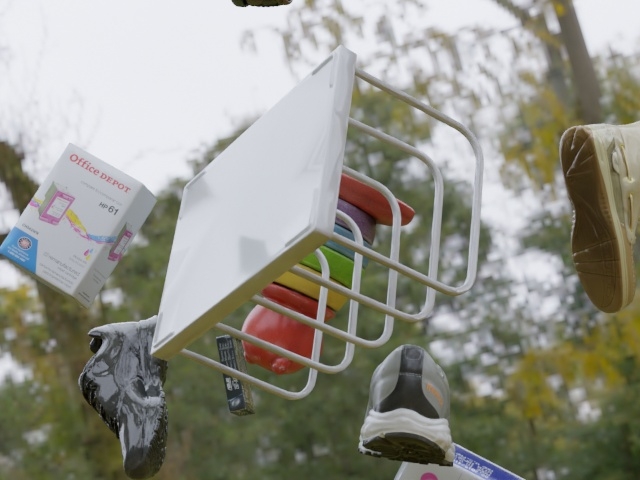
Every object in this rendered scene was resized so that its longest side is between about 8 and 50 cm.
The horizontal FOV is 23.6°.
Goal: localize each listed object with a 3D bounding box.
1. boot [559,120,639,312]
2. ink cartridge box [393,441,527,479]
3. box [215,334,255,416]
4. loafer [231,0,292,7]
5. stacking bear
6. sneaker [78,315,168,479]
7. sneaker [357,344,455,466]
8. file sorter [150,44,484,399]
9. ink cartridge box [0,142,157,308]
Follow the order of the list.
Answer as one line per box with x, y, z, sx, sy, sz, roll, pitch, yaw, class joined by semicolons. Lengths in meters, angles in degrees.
0.442;-0.043;2.138;0.203;0.262;0.095;-13;2;-34;boot
0.196;0.440;1.861;0.330;0.324;0.071;-66;-5;20;ink cartridge box
-0.091;0.146;1.653;0.018;0.083;0.067;-12;-11;5;box
-0.084;-0.404;2.019;0.084;0.096;0.267;11;-27;10;loafer
-0.018;0.052;2.158;0.164;0.289;0.175;30;-10;-39;stacking bear
-0.282;0.229;2.193;0.130;0.286;0.109;-1;-50;-6;sneaker
0.092;0.169;1.540;0.100;0.108;0.271;7;-13;2;sneaker
0.000;0.000;1.378;0.173;0.193;0.277;24;-37;-24;file sorter
-0.220;-0.015;1.392;0.088;0.122;0.052;29;-11;17;ink cartridge box
